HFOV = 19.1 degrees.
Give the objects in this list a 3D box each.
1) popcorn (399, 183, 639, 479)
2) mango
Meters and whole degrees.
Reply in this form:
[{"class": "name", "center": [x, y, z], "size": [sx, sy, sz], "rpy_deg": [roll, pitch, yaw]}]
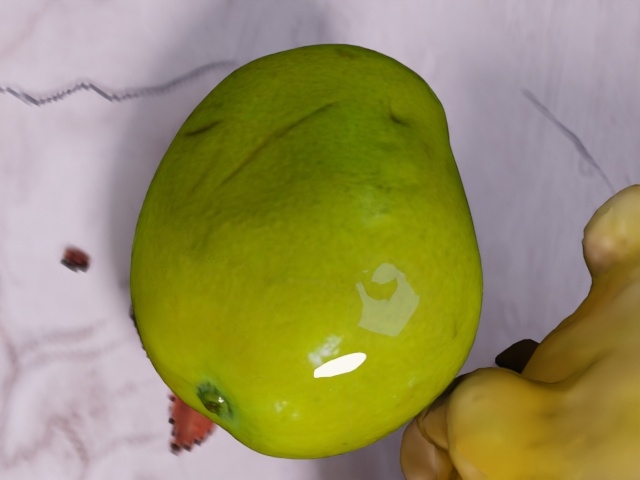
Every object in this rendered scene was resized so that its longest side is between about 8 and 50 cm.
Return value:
[{"class": "popcorn", "center": [0.173, 0.135, 0.665], "size": [0.316, 0.281, 0.297], "rpy_deg": [42, 65, -8]}, {"class": "mango", "center": [-0.007, 0.002, 0.649], "size": [0.163, 0.117, 0.089], "rpy_deg": [-99, 179, -47]}]
